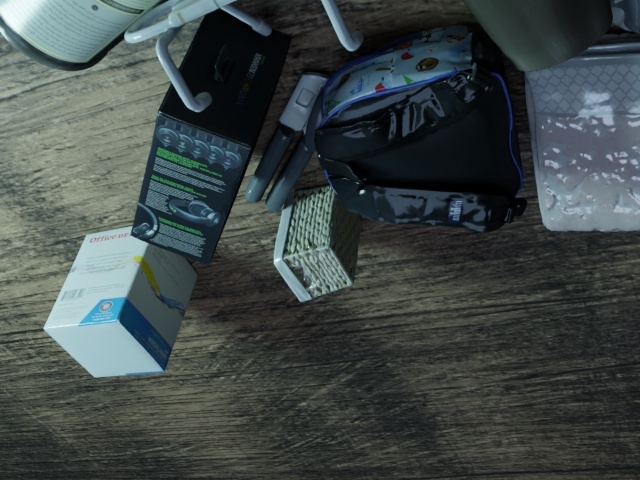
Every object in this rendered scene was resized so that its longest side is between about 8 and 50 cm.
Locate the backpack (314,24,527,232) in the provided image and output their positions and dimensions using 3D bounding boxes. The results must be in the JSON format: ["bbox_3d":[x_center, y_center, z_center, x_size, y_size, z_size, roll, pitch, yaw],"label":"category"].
[{"bbox_3d":[0.127,-0.155,1.169,0.263,0.213,0.277,-12,128,10],"label":"backpack"}]

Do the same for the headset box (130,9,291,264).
[{"bbox_3d":[-0.157,-0.154,1.234,0.131,0.246,0.283,20,140,-6],"label":"headset box"}]

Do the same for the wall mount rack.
[{"bbox_3d":[-0.043,-0.283,1.013,0.350,0.304,0.130,-17,119,24],"label":"wall mount rack"}]

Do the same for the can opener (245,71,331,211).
[{"bbox_3d":[-0.046,-0.139,1.331,0.076,0.095,0.283,24,132,-9],"label":"can opener"}]

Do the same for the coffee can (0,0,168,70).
[{"bbox_3d":[-0.270,-0.363,1.067,0.275,0.202,0.201,-25,126,37],"label":"coffee can"}]

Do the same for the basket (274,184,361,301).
[{"bbox_3d":[0.000,0.000,1.425,0.103,0.167,0.113,-13,132,23],"label":"basket"}]

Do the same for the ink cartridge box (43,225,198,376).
[{"bbox_3d":[-0.367,0.112,1.613,0.171,0.233,0.168,-8,136,25],"label":"ink cartridge box"}]

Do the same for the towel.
[{"bbox_3d":[0.451,-0.135,1.161,0.331,0.053,0.317,1,132,28],"label":"towel"}]

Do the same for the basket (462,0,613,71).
[{"bbox_3d":[0.226,-0.320,0.970,0.204,0.154,0.227,-22,119,24],"label":"basket"}]

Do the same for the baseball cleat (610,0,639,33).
[{"bbox_3d":[0.352,-0.308,0.999,0.109,0.072,0.206,27,165,40],"label":"baseball cleat"}]
